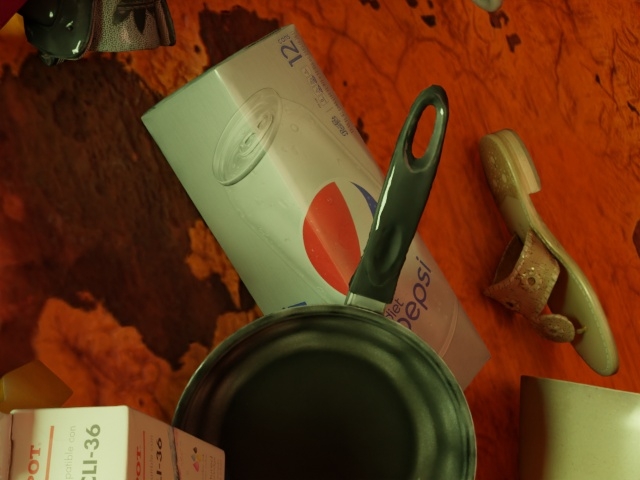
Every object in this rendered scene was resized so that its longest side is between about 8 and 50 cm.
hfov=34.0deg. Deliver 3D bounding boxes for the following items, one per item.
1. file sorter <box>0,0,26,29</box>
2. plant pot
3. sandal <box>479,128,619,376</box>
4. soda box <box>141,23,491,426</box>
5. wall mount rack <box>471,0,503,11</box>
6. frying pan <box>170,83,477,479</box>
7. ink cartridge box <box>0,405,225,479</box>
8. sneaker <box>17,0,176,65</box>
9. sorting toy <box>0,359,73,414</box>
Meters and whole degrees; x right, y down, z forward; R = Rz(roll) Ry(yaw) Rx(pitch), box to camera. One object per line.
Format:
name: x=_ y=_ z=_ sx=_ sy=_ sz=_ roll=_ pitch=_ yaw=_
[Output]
file sorter: x=-0.228 y=-0.201 z=0.477 sx=0.202 sy=0.290 sz=0.182 roll=-32 pitch=94 yaw=-44
plant pot: x=0.261 y=0.262 z=0.812 sx=0.256 sy=0.256 sz=0.274 roll=16 pitch=82 yaw=-38
sandal: x=0.175 y=0.022 z=0.931 sx=0.079 sy=0.088 sz=0.240 roll=-19 pitch=80 yaw=-14
soda box: x=0.000 y=0.000 z=0.745 sx=0.091 sy=0.098 sz=0.286 roll=-40 pitch=104 yaw=-43
wall mount rack: x=0.115 y=-0.352 z=0.840 sx=0.130 sy=0.304 sz=0.350 roll=-39 pitch=117 yaw=-1
frying pan: x=-0.005 y=0.074 z=0.668 sx=0.197 sy=0.053 sz=0.326 roll=-6 pitch=92 yaw=-5
ink cartridge box: x=-0.109 y=0.152 z=0.538 sx=0.198 sy=0.067 sz=0.115 roll=54 pitch=33 yaw=-67
sneaker: x=-0.109 y=-0.191 z=0.600 sx=0.101 sy=0.268 sz=0.153 roll=-17 pitch=92 yaw=-42
sorting toy: x=-0.249 y=0.106 z=0.468 sx=0.229 sy=0.041 sz=0.307 roll=44 pitch=36 yaw=-5
